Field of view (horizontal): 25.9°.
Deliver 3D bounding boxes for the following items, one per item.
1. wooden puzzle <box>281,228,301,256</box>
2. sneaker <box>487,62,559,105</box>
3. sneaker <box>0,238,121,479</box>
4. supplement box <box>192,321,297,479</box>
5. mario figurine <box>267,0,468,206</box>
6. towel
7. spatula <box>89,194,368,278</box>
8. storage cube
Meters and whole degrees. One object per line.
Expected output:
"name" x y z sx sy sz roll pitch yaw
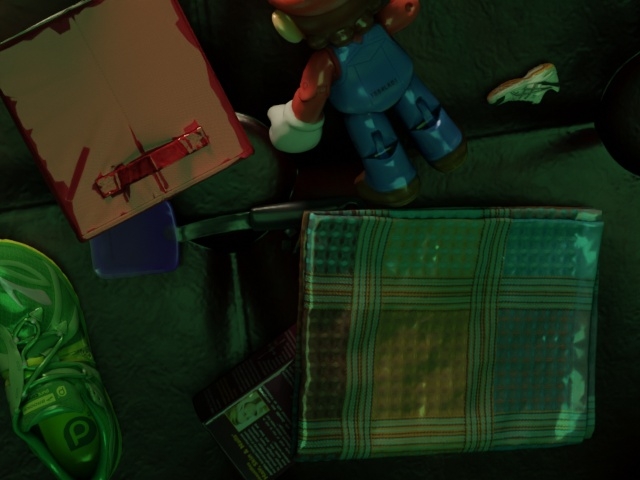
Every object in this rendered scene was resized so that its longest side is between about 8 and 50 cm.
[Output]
"wooden puzzle" 0.000 0.000 1.511 0.083 0.006 0.049 22 98 -17
"sneaker" 0.222 -0.160 1.507 0.083 0.032 0.037 -25 108 -5
"sneaker" -0.276 0.130 1.419 0.109 0.123 0.296 -26 108 -5
"supplement box" -0.031 0.167 1.508 0.188 0.081 0.104 -36 110 -2
"mario figurine" 0.029 -0.203 1.427 0.198 0.170 0.321 -55 127 -40
"towel" 0.145 0.098 1.494 0.370 0.040 0.272 0 96 -26
"spatula" -0.095 -0.018 1.470 0.296 0.030 0.084 -9 104 -10
"storage cube" -0.193 -0.136 1.326 0.183 0.215 0.193 -28 103 -4
